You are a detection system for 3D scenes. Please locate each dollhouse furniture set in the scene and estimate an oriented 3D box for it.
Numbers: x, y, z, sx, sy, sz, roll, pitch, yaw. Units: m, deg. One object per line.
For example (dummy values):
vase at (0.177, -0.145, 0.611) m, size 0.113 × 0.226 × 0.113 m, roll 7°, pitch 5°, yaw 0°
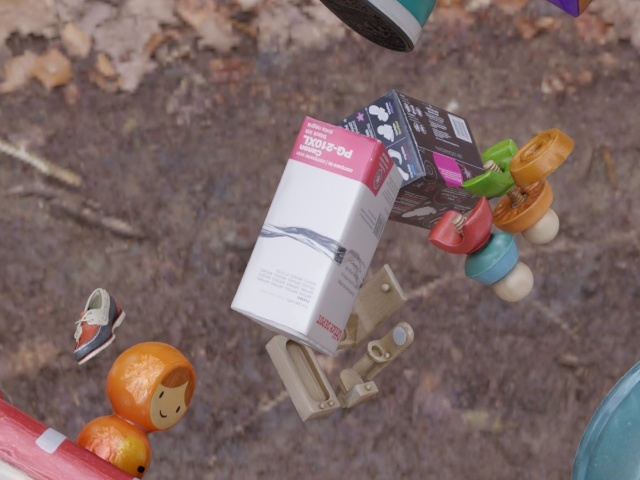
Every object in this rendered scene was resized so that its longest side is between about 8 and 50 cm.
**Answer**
dollhouse furniture set at (0.034, 0.130, 1.746) m, size 0.151 × 0.123 × 0.144 m, roll -6°, pitch 59°, yaw -43°

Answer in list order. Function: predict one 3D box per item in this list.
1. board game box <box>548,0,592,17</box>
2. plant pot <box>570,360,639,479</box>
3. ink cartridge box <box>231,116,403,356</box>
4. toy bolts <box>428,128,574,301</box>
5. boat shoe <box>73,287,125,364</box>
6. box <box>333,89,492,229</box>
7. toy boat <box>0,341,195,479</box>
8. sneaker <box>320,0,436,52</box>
board game box at (0.146, -0.459, 1.009) m, size 0.356 × 0.356 × 0.356 m, roll 36°, pitch 85°, yaw 19°
plant pot at (0.494, 0.306, 1.426) m, size 0.341 × 0.341 × 0.334 m, roll -19°, pitch 26°, yaw -14°
ink cartridge box at (0.000, 0.000, 1.580) m, size 0.100 × 0.172 × 0.237 m, roll 20°, pitch 83°, yaw 16°
toy bolts at (0.292, -0.028, 1.945) m, size 0.158 × 0.218 × 0.228 m, roll 47°, pitch 58°, yaw -14°
boat shoe at (-0.255, 0.096, 1.533) m, size 0.049 × 0.043 × 0.137 m, roll -28°, pitch 15°, yaw 16°
box at (0.152, -0.128, 2.241) m, size 0.142 × 0.247 × 0.163 m, roll -29°, pitch 69°, yaw 27°
toy boat at (-0.130, 0.136, 0.878) m, size 0.231 × 0.151 × 0.151 m, roll 30°, pitch 76°, yaw 1°
sneaker at (0.043, -0.343, 1.379) m, size 0.123 × 0.295 × 0.178 m, roll 17°, pitch 74°, yaw 44°
